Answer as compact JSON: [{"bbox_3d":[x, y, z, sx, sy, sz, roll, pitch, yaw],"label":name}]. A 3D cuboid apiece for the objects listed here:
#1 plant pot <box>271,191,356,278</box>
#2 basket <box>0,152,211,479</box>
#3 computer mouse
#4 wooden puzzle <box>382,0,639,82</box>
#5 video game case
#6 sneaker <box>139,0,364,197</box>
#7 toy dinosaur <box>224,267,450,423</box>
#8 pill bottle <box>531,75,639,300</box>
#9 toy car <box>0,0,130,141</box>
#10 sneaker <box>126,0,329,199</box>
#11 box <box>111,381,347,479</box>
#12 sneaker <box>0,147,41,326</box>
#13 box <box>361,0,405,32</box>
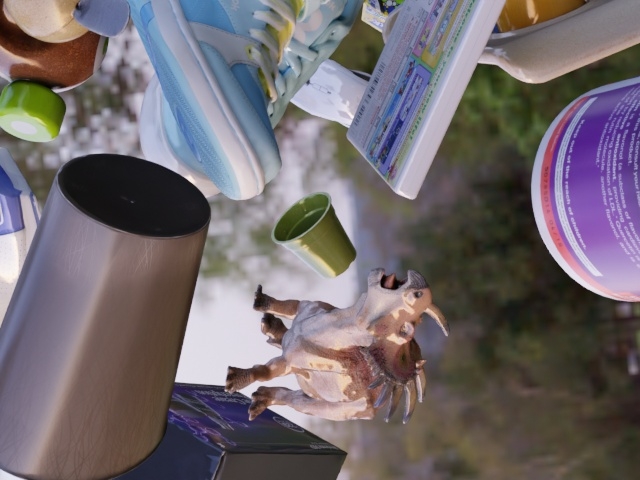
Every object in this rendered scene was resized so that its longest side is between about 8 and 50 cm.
[{"bbox_3d":[0.000,0.000,2.120,0.079,0.083,0.083,50,-160,-27],"label":"plant pot"},{"bbox_3d":[-0.178,0.056,1.504,0.204,0.154,0.227,-35,-31,-58],"label":"basket"},{"bbox_3d":[-0.006,-0.187,2.172,0.042,0.193,0.106,-18,-51,-74],"label":"computer mouse"},{"bbox_3d":[0.253,-0.262,1.832,0.348,0.322,0.080,32,142,67],"label":"wooden puzzle"},{"bbox_3d":[0.093,-0.158,1.591,0.212,0.023,0.193,-66,18,11],"label":"video game case"},{"bbox_3d":[-0.054,-0.200,1.797,0.150,0.135,0.366,-42,16,50],"label":"sneaker"},{"bbox_3d":[0.027,0.124,1.800,0.296,0.200,0.127,74,-154,-70],"label":"toy dinosaur"},{"bbox_3d":[0.302,-0.047,1.376,0.323,0.181,0.181,172,92,-70],"label":"pill bottle"},{"bbox_3d":[-0.184,-0.179,1.360,0.149,0.188,0.155,33,-119,-38],"label":"toy car"},{"bbox_3d":[-0.046,-0.189,1.572,0.127,0.208,0.319,83,165,-56],"label":"sneaker"},{"bbox_3d":[-0.119,0.232,2.000,0.261,0.184,0.103,12,-75,-60],"label":"box"},{"bbox_3d":[-0.434,0.056,2.175,0.127,0.182,0.315,51,140,42],"label":"sneaker"},{"bbox_3d":[0.117,-0.319,2.166,0.169,0.059,0.054,-56,-6,-15],"label":"box"}]
